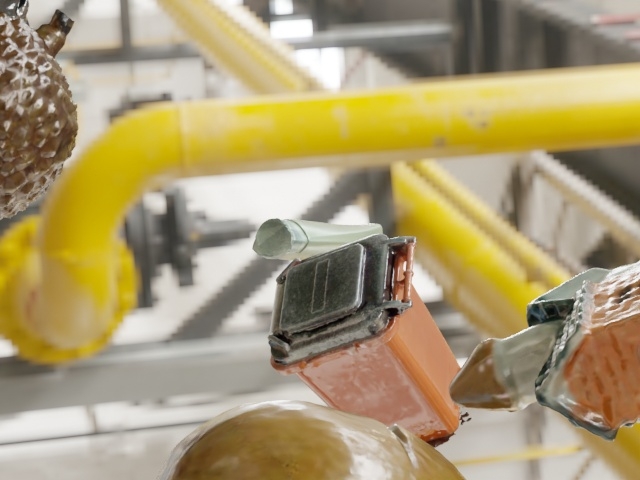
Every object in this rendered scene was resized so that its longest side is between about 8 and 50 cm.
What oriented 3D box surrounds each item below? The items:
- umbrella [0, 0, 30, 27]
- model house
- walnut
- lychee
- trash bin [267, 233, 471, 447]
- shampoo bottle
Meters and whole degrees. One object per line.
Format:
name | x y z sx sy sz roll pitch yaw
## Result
umbrella | -0.316 -0.294 1.905 0.110 0.122 0.272 34 -66 62
model house | 0.258 0.114 1.580 0.271 0.301 0.190 -57 127 -69
walnut | 0.013 0.213 1.337 0.203 0.298 0.203 -22 -127 34
lychee | -0.302 -0.112 1.757 0.200 0.238 0.200 43 -10 9
trash bin | 0.073 0.122 2.257 0.239 0.184 0.161 51 30 -34
shampoo bottle | 0.000 0.000 2.407 0.072 0.212 0.049 -8 -95 32
